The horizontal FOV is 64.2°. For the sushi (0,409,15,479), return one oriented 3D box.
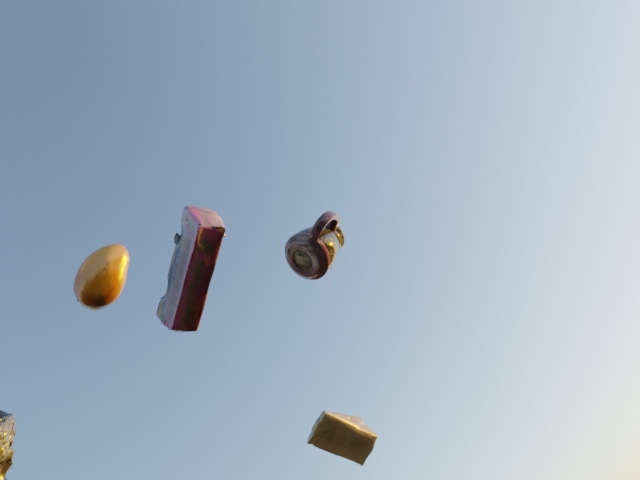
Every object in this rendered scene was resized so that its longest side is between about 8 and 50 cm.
[{"bbox_3d":[-1.054,0.610,1.445,0.294,0.281,0.299,13,-82,-9],"label":"sushi"}]

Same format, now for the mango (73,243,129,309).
[{"bbox_3d":[-0.662,0.106,1.558,0.112,0.144,0.219,105,-177,-62],"label":"mango"}]

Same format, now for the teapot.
[{"bbox_3d":[-0.008,0.001,1.188,0.146,0.116,0.148,-40,-54,-50],"label":"teapot"}]

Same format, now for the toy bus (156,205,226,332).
[{"bbox_3d":[-0.290,0.067,1.157,0.090,0.112,0.274,9,-77,-34],"label":"toy bus"}]

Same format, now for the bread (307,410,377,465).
[{"bbox_3d":[0.032,0.395,1.065,0.152,0.105,0.077,34,-97,-21],"label":"bread"}]
